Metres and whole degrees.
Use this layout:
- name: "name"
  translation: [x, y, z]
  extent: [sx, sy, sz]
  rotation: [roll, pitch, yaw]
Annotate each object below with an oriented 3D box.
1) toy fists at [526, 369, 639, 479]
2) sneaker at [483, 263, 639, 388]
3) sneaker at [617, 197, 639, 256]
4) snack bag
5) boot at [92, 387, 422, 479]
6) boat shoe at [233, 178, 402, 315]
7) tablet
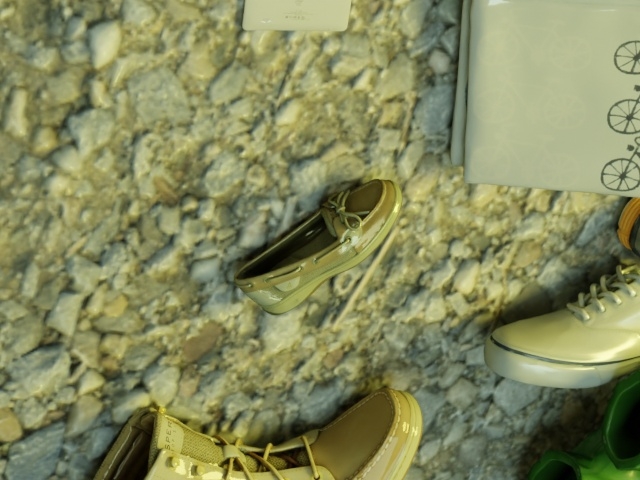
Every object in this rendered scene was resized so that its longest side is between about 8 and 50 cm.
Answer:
- name: "toy fists"
  translation: [0.301, 0.186, 1.418]
  extent: [0.142, 0.096, 0.279]
  rotation: [3, 145, -24]
- name: "sneaker"
  translation: [0.261, 0.066, 1.394]
  extent: [0.258, 0.094, 0.091]
  rotation: [-8, 114, -24]
- name: "sneaker"
  translation: [0.371, -0.004, 1.381]
  extent: [0.215, 0.083, 0.084]
  rotation: [-8, 121, -15]
- name: "snack bag"
  translation: [0.265, -0.178, 1.178]
  extent: [0.323, 0.037, 0.342]
  rotation: [7, 124, 9]
- name: "boot"
  translation: [-0.059, 0.192, 1.358]
  extent: [0.262, 0.095, 0.203]
  rotation: [-43, 123, 16]
- name: "boat shoe"
  translation: [-0.001, -0.001, 1.278]
  extent: [0.153, 0.056, 0.048]
  rotation: [-37, 130, 15]
- name: "tablet"
  translation: [-0.016, -0.183, 1.187]
  extent: [0.083, 0.006, 0.054]
  rotation: [-2, 121, -17]
